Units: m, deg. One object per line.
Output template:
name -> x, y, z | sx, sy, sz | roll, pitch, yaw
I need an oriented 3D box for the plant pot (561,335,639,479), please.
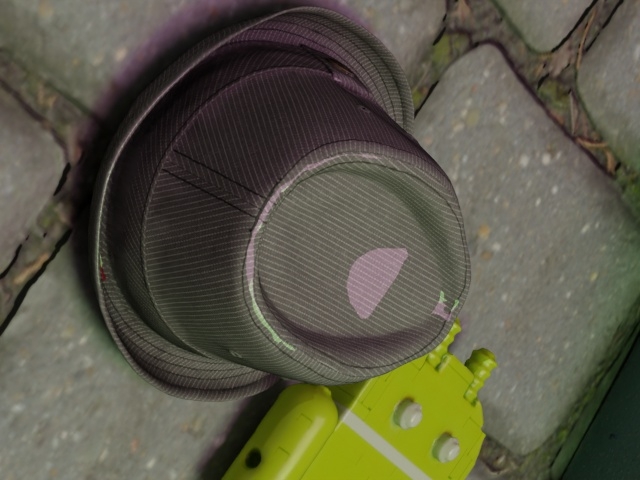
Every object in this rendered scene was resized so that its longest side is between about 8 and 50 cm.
plant pot -> 0.389, 0.181, 1.401 | 0.247, 0.252, 0.248 | 28, 92, -29

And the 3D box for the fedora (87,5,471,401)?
fedora -> 0.000, 0.000, 1.030 | 0.244, 0.124, 0.275 | -57, 141, -5

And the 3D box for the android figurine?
android figurine -> 0.022, 0.171, 1.213 | 0.273, 0.056, 0.248 | -53, 140, -8
